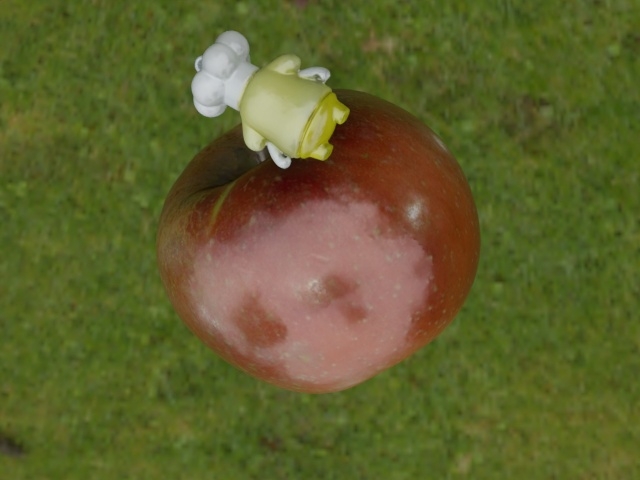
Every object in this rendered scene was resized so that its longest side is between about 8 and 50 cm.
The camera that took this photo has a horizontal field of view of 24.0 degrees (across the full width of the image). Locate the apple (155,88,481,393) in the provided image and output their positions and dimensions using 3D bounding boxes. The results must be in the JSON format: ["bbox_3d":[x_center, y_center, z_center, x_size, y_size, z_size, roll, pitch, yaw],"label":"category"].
[{"bbox_3d":[0.000,0.000,1.661,0.348,0.348,0.277,-23,119,27],"label":"apple"}]

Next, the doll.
[{"bbox_3d":[-0.053,-0.139,1.459,0.162,0.062,0.106,29,104,13],"label":"doll"}]
